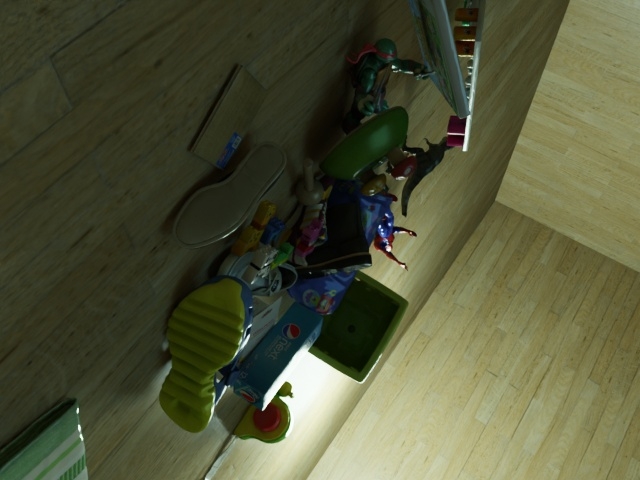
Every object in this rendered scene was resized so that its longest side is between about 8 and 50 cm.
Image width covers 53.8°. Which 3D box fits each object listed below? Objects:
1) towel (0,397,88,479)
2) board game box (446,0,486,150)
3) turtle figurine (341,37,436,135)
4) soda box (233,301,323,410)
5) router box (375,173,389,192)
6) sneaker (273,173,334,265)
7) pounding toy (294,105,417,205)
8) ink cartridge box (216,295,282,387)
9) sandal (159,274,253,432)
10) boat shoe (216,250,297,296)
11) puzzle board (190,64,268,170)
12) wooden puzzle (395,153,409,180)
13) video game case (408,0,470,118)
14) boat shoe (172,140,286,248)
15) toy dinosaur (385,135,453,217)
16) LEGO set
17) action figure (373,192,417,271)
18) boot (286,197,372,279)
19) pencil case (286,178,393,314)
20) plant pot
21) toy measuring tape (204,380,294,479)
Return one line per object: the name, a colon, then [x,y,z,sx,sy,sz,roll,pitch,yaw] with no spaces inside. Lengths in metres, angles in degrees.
towel: [-0.419,0.390,0.857,0.248,0.038,0.325,-43,153,-45]
board game box: [0.296,-0.436,1.239,0.390,0.050,0.390,66,32,-68]
turtle figurine: [0.106,-0.276,1.100,0.175,0.118,0.234,-32,169,-21]
soda box: [-0.080,0.221,1.227,0.210,0.071,0.067,-49,160,-36]
router box: [0.113,-0.093,1.510,0.123,0.038,0.092,-60,162,-3]
sneaker: [-0.009,-0.038,1.202,0.186,0.083,0.069,-58,161,-5]
pounding toy: [0.079,-0.126,1.113,0.236,0.110,0.183,-33,175,-15]
ink cartridge box: [-0.143,0.182,1.216,0.104,0.061,0.181,-34,149,-55]
sandal: [-0.178,0.171,1.045,0.138,0.126,0.317,-45,164,-52]
boat shoe: [-0.101,0.059,1.108,0.079,0.081,0.227,-65,162,8]
puzzle board: [-0.121,-0.162,0.845,0.128,0.011,0.096,-60,163,1]
wooden puzzle: [0.219,-0.192,1.688,0.049,0.006,0.083,-47,157,-35]
video game case: [0.191,-0.337,1.060,0.023,0.193,0.212,-21,128,6]
boat shoe: [-0.127,-0.056,0.892,0.206,0.075,0.065,-47,180,-24]
toy dinosaur: [0.231,-0.188,1.549,0.268,0.118,0.064,-53,160,-19]
LEGO set: [-0.075,-0.016,1.047,0.093,0.087,0.227,-63,166,22]
action figure: [0.210,-0.015,1.739,0.091,0.139,0.280,-53,163,-15]
boot: [0.000,0.000,1.251,0.077,0.197,0.137,35,47,-71]
pencil case: [0.031,0.010,1.331,0.306,0.133,0.119,-63,-158,9]
plant pot: [0.071,0.204,1.570,0.228,0.227,0.207,-58,167,-8]
toy measuring tape: [-0.160,0.501,1.570,0.330,0.121,0.121,-55,161,-15]
